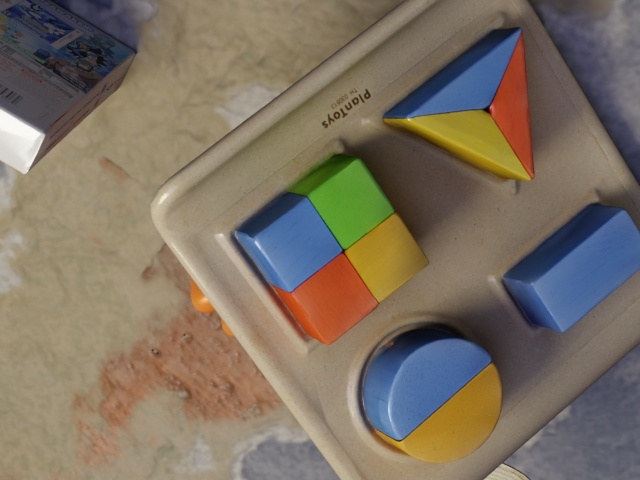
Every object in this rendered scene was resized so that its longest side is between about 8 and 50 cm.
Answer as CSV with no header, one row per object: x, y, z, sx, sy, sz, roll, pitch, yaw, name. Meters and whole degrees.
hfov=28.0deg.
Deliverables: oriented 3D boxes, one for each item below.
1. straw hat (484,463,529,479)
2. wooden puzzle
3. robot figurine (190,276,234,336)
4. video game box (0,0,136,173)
0.130,0.266,1.153,0.145,0.061,0.144,5,116,11,straw hat
0.099,0.013,0.925,0.322,0.080,0.348,-39,111,-13,wooden puzzle
0.001,0.001,1.023,0.219,0.128,0.158,-25,97,22,robot figurine
-0.267,-0.152,0.981,0.205,0.187,0.048,31,122,-2,video game box
